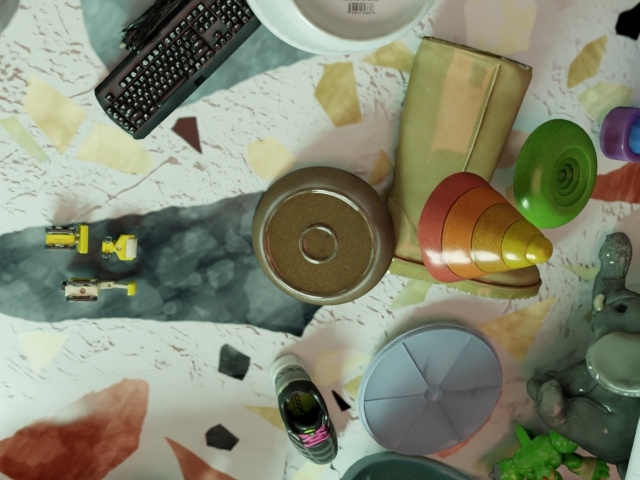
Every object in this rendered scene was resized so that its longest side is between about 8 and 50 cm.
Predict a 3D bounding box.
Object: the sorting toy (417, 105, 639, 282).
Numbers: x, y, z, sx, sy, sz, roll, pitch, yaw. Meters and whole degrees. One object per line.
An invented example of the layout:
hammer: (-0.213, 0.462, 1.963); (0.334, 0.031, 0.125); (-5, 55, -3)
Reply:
sorting toy: (0.278, -0.054, 0.843); (0.366, 0.126, 0.127); (-28, 117, -26)

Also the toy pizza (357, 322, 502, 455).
toy pizza: (0.144, 0.196, 1.038); (0.201, 0.032, 0.201); (-5, 112, -12)

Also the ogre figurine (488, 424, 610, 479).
ogre figurine: (0.317, 0.314, 1.096); (0.197, 0.096, 0.118); (-25, 134, 32)

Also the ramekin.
ramekin: (0.027, -0.281, 0.763); (0.207, 0.109, 0.207); (-6, 111, -14)

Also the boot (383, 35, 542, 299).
boot: (0.190, -0.074, 0.906); (0.236, 0.089, 0.269); (10, 108, -17)

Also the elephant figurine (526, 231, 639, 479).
elephant figurine: (0.384, 0.147, 0.985); (0.186, 0.169, 0.239); (32, 111, -2)

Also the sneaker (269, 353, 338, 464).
sneaker: (-0.017, 0.229, 0.991); (0.063, 0.075, 0.170); (-21, 115, -4)

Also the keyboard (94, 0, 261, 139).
keyboard: (-0.156, -0.194, 0.805); (0.192, 0.038, 0.100); (-44, 114, 6)

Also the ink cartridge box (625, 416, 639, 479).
ink cartridge box: (0.481, 0.229, 0.955); (0.324, 0.071, 0.330); (-3, 105, -43)

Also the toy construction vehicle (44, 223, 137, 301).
toy construction vehicle: (-0.256, 0.023, 0.879); (0.098, 0.035, 0.085); (-1, 101, -15)

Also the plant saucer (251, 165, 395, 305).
plant saucer: (0.000, 0.000, 0.892); (0.169, 0.029, 0.168); (3, 106, 10)

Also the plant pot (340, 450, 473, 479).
plant pot: (0.090, 0.517, 1.015); (0.341, 0.341, 0.334); (23, 113, -20)
